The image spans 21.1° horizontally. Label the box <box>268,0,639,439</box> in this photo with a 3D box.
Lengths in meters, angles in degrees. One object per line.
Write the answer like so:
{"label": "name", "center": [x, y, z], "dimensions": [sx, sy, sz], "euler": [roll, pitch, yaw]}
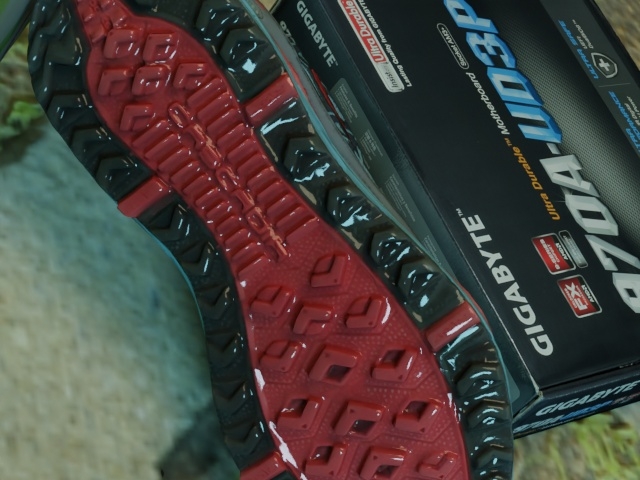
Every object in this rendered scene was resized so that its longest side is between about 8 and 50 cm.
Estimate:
{"label": "box", "center": [0.093, -0.027, 0.772], "dimensions": [0.175, 0.051, 0.220], "euler": [-10, 62, -39]}

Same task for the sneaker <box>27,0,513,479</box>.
{"label": "sneaker", "center": [0.000, 0.000, 0.646], "dimensions": [0.261, 0.104, 0.125], "euler": [62, 16, -1]}

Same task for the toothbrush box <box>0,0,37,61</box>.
{"label": "toothbrush box", "center": [-0.149, -0.113, 0.565], "dimensions": [0.122, 0.206, 0.283], "euler": [31, 44, -9]}
